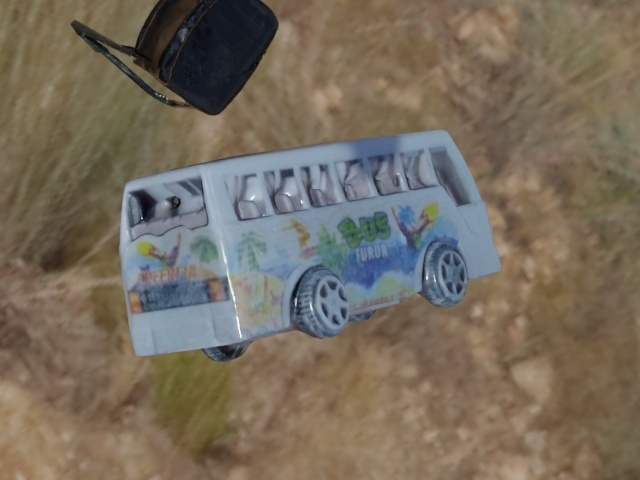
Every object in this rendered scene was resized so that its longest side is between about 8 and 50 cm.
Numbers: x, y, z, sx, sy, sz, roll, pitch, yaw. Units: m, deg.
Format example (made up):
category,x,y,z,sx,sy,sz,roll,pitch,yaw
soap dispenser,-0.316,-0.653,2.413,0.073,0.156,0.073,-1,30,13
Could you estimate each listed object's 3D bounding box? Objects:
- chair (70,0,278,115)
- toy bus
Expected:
category,x,y,z,sx,sy,sz,roll,pitch,yaw
chair,-0.113,-0.194,1.617,0.145,0.221,0.140,37,88,-32
toy bus,0.000,0.000,1.212,0.330,0.109,0.136,-12,89,-54
